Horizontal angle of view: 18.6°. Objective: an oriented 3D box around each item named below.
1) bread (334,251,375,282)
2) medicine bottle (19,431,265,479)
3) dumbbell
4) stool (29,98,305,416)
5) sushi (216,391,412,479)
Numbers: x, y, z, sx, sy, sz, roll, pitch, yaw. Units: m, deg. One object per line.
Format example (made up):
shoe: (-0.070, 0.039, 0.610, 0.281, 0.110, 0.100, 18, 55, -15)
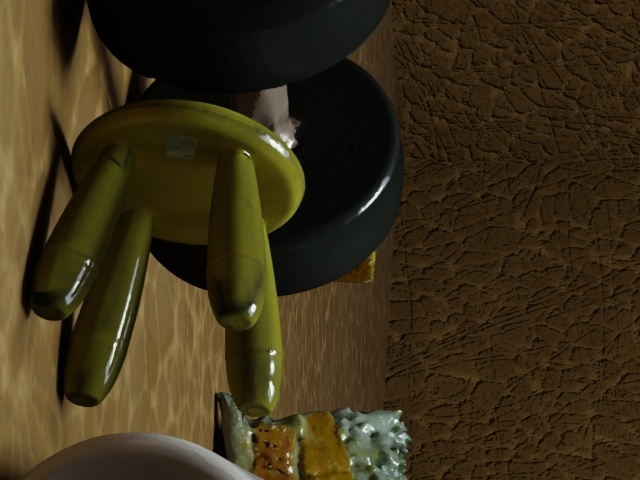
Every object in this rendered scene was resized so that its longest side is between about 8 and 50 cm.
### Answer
bread: (0.000, 0.000, 1.706, 0.090, 0.094, 0.035, 87, 7, -55)
medicine bottle: (-0.061, 0.158, 0.856, 0.250, 0.133, 0.133, 63, 28, -80)
dumbbell: (-0.035, -0.090, 0.996, 0.218, 0.152, 0.152, 84, 8, -52)
stool: (-0.067, 0.009, 0.896, 0.135, 0.134, 0.110, 30, 53, -31)
sushi: (0.000, 0.224, 1.478, 0.274, 0.139, 0.184, 85, 6, -48)
